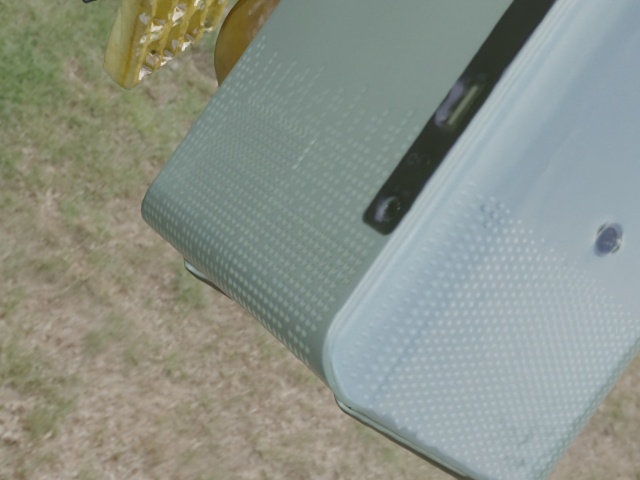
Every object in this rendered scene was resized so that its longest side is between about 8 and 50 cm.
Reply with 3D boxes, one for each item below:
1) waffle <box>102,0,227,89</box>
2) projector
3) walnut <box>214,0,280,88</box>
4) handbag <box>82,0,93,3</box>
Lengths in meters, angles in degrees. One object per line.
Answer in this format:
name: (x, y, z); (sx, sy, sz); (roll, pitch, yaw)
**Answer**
waffle: (-0.196, -0.330, 1.453); (0.057, 0.168, 0.274); (31, 40, 7)
projector: (0.066, -0.042, 0.448); (0.163, 0.177, 0.242); (34, 92, -41)
walnut: (0.045, -0.181, 1.045); (0.298, 0.203, 0.203); (-8, 67, 0)
handbag: (-0.173, -0.402, 1.214); (0.211, 0.089, 0.254); (-2, 91, 4)
